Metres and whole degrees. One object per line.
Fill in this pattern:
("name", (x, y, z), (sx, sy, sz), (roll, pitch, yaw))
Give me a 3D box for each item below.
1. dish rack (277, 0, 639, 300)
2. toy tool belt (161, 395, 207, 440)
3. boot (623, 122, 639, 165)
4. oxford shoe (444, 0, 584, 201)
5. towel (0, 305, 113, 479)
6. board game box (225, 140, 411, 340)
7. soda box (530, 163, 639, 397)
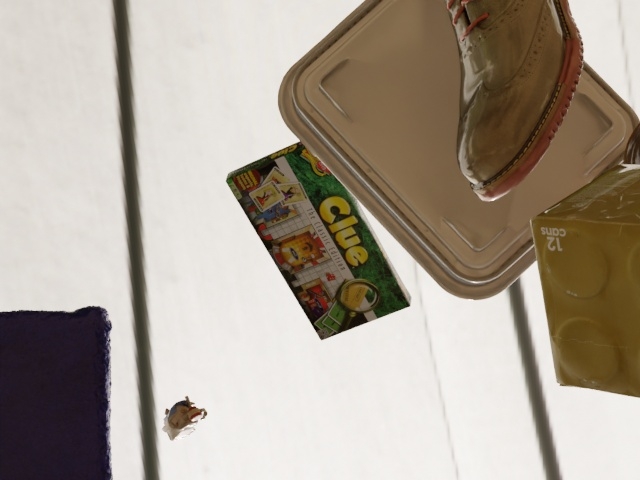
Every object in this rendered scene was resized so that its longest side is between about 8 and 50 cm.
("dish rack", (0.149, -0.136, 1.283), (0.285, 0.333, 0.072), (-42, 173, -6))
("toy tool belt", (-0.200, 0.248, 1.761), (0.052, 0.083, 0.051), (-12, -117, -38))
("boot", (0.368, -0.030, 1.112), (0.220, 0.283, 0.109), (3, -133, -31))
("oxford shoe", (0.138, -0.189, 1.029), (0.123, 0.130, 0.348), (-36, -146, 45))
("towel", (-0.342, 0.177, 1.136), (0.308, 0.076, 0.228), (-6, -122, -1))
("board game box", (0.000, 0.000, 1.566), (0.136, 0.260, 0.030), (-24, -158, 17))
("soda box", (0.154, 0.017, 0.351), (0.181, 0.061, 0.058), (6, -156, 43))
